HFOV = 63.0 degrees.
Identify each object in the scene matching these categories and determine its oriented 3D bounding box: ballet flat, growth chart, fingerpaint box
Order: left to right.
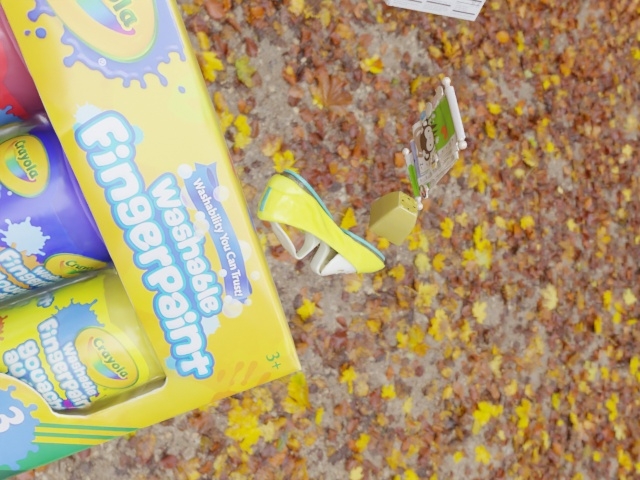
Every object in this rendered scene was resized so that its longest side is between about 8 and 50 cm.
[{"bbox_3d":[-0.263,-0.032,0.485,0.371,0.163,0.445,-19,107,-6],"label":"fingerpaint box"},{"bbox_3d":[0.000,0.000,0.675,0.231,0.077,0.077,41,77,-42],"label":"ballet flat"},{"bbox_3d":[0.224,-0.193,1.050,0.021,0.237,0.172,-4,64,-17],"label":"growth chart"}]

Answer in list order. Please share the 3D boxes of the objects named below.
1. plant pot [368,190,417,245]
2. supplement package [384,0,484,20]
[{"bbox_3d":[0.159,-0.055,1.096,0.081,0.083,0.081,27,45,-17],"label":"plant pot"},{"bbox_3d":[0.243,-0.639,1.203,0.261,0.145,0.204,-4,50,-30],"label":"supplement package"}]
